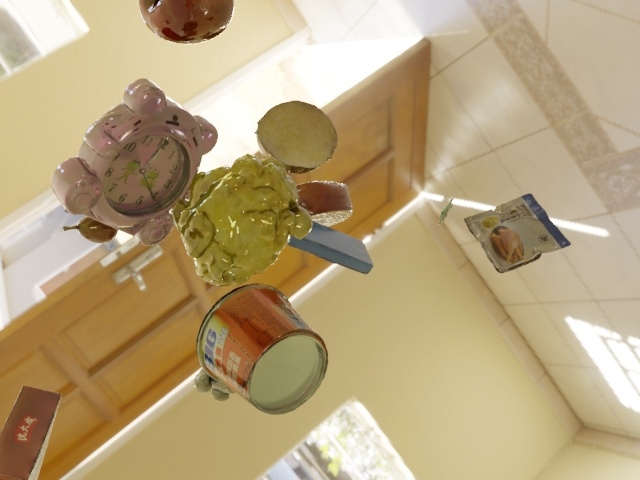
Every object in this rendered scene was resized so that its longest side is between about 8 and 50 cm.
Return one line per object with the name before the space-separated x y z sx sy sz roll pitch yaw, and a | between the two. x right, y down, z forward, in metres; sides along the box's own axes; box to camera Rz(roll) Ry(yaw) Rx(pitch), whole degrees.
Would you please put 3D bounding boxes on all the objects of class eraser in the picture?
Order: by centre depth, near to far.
eraser | 0.000 0.000 1.979 0.311 0.043 0.144 21 -156 -23

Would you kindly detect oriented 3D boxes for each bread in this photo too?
bread | -0.052 -0.102 2.194 0.327 0.295 0.114 3 -106 -65

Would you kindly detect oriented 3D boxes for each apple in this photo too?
apple | -0.267 -0.482 1.381 0.181 0.168 0.181 25 127 39

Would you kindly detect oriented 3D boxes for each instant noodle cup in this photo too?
instant noodle cup | -0.133 0.278 1.725 0.214 0.296 0.296 33 153 48

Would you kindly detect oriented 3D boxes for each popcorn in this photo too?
popcorn | -0.157 -0.046 1.371 0.242 0.250 0.235 58 175 31

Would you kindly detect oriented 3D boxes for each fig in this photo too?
fig | -0.542 -0.032 1.648 0.088 0.125 0.089 6 100 33

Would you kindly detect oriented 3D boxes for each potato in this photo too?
potato | -0.082 -0.298 2.148 0.239 0.299 0.116 43 140 5

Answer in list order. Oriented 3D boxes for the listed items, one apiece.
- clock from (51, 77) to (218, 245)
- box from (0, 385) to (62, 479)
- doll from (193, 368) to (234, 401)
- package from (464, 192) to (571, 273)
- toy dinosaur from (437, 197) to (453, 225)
clock | -0.391 -0.168 1.527 0.113 0.322 0.295 41 -174 38
box | -0.887 0.681 2.012 0.122 0.385 0.345 18 -155 -13
doll | -0.213 0.390 1.993 0.258 0.154 0.228 5 155 20
package | 0.424 -0.019 1.517 0.027 0.173 0.171 72 173 -49
toy dinosaur | 0.322 -0.077 1.808 0.021 0.062 0.083 28 157 -1
